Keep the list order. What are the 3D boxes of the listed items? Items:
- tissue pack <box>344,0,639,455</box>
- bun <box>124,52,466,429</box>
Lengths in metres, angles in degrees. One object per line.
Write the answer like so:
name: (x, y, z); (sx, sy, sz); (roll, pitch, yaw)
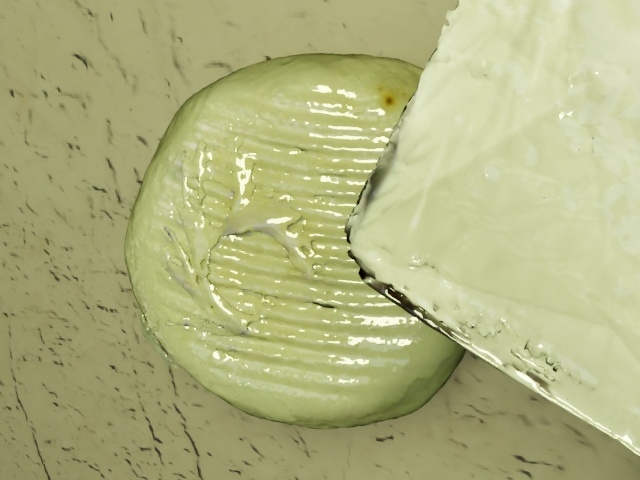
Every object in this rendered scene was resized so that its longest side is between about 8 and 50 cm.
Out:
tissue pack: (0.195, -0.066, 0.462); (0.210, 0.370, 0.198); (30, 118, 18)
bun: (-0.003, -0.005, 0.692); (0.272, 0.168, 0.273); (3, 102, 14)
